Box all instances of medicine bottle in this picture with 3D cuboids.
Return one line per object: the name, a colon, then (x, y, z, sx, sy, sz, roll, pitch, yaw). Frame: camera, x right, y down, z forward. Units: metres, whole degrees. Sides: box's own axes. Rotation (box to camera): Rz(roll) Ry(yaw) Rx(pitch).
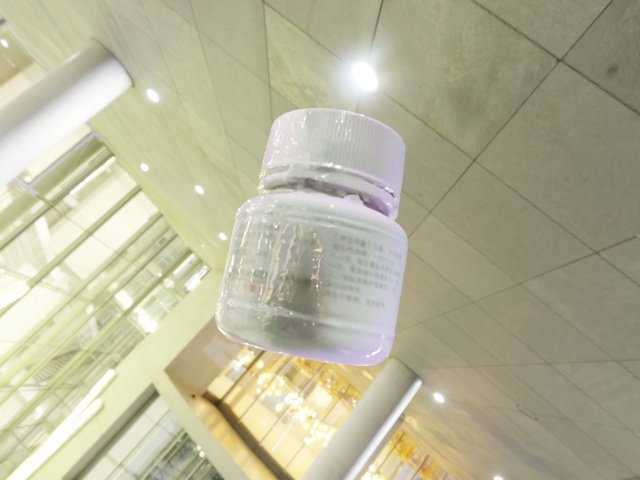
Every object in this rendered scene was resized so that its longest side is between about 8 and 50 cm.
medicine bottle: (0.000, 0.000, 0.594, 0.240, 0.303, 0.241, 10, 170, 2)
